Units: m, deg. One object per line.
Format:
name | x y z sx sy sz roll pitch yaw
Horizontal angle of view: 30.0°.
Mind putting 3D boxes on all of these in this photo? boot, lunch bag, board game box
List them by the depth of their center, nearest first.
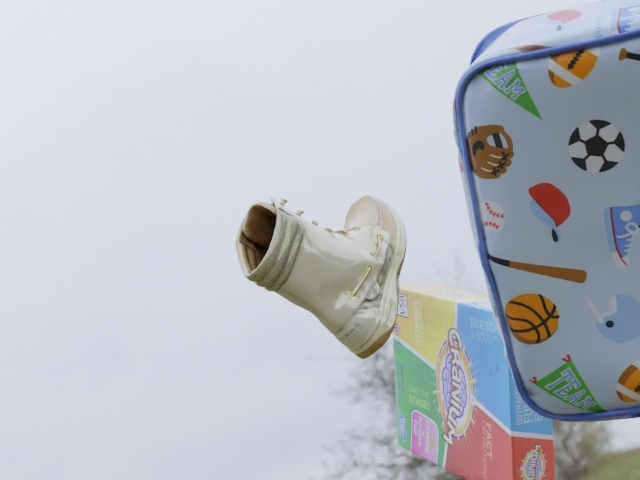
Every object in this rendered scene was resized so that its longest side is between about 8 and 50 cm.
lunch bag | 0.232 -0.017 0.834 0.243 0.303 0.115 -10 20 18
boot | 0.000 0.000 1.468 0.203 0.262 0.095 33 -52 -22
board game box | 0.197 0.191 1.603 0.064 0.242 0.316 -6 6 -23
